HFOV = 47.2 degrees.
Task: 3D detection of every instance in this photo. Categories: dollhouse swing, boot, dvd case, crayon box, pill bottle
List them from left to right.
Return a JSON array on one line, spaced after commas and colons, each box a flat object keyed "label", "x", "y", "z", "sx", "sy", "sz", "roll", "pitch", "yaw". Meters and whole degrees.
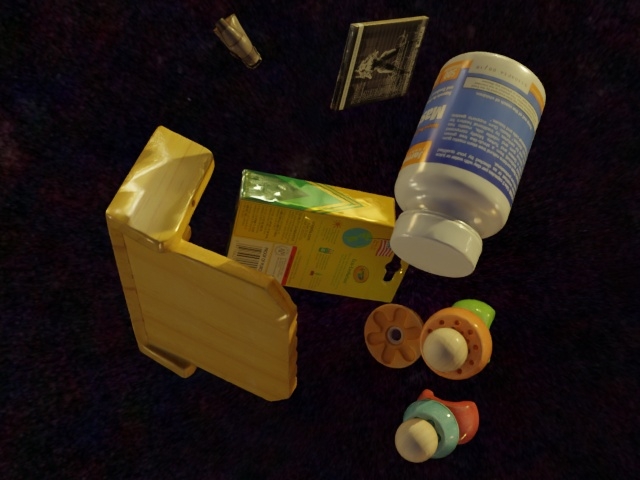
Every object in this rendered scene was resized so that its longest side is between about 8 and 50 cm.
[{"label": "dollhouse swing", "x": -0.157, "y": 0.046, "z": 1.222, "sx": 0.305, "sy": 0.347, "sz": 0.315, "roll": 9, "pitch": 46, "yaw": 8}, {"label": "boot", "x": -0.126, "y": -0.309, "z": 1.148, "sx": 0.042, "sy": 0.118, "sz": 0.087, "roll": -38, "pitch": 103, "yaw": 14}, {"label": "crayon box", "x": 0.000, "y": 0.000, "z": 1.287, "sx": 0.318, "sy": 0.202, "sz": 0.081, "roll": 11, "pitch": 45, "yaw": -9}, {"label": "dvd case", "x": 0.114, "y": -0.340, "z": 1.397, "sx": 0.018, "sy": 0.221, "sz": 0.164, "roll": 36, "pitch": 129, "yaw": 30}, {"label": "pill bottle", "x": 0.187, "y": -0.096, "z": 0.962, "sx": 0.152, "sy": 0.152, "sz": 0.272, "roll": 21, "pitch": 70, "yaw": 8}]

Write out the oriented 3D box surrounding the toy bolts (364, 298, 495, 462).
[{"label": "toy bolts", "x": 0.139, "y": 0.204, "z": 1.066, "sx": 0.218, "sy": 0.158, "sz": 0.228, "roll": 4, "pitch": 97, "yaw": 28}]
